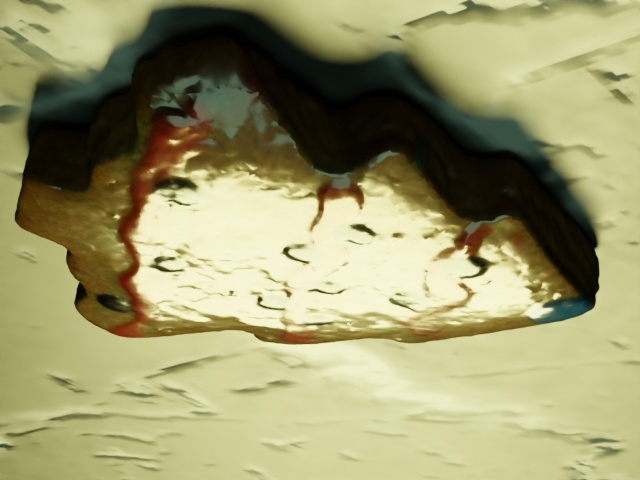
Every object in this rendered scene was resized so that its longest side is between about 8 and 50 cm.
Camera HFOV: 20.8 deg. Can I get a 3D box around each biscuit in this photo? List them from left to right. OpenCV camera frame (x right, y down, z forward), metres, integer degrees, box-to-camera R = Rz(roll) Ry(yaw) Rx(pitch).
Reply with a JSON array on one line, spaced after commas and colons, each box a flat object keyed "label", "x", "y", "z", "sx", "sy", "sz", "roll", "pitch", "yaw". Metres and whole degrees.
[{"label": "biscuit", "x": 0.000, "y": 0.000, "z": 0.374, "sx": 0.130, "sy": 0.019, "sz": 0.119, "roll": 9, "pitch": 152, "yaw": -9}]
